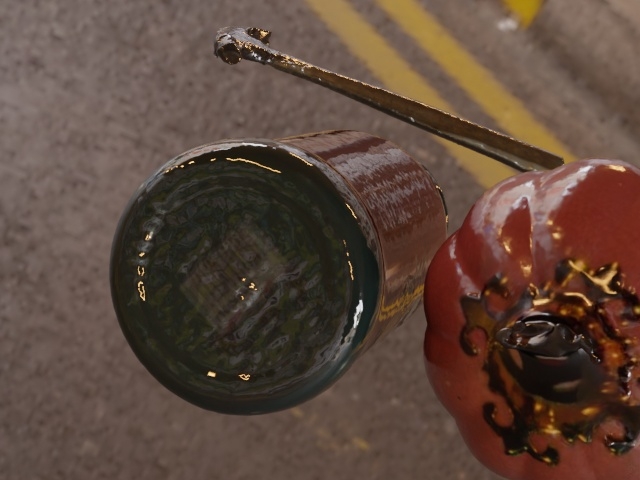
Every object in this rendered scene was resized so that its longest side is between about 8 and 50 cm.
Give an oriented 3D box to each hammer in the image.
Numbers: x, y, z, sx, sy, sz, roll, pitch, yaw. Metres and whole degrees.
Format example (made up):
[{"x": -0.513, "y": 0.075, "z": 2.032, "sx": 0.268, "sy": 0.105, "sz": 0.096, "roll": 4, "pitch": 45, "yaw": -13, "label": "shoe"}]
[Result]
[{"x": 0.056, "y": -0.104, "z": 1.353, "sx": 0.297, "sy": 0.027, "sz": 0.125, "roll": 20, "pitch": 15, "yaw": -5, "label": "hammer"}]

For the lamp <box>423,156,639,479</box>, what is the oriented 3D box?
[{"x": 0.134, "y": 0.050, "z": 0.868, "sx": 0.182, "sy": 0.182, "sz": 0.140, "roll": 36, "pitch": 27, "yaw": 12, "label": "lamp"}]

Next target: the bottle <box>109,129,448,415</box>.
[{"x": 0.000, "y": 0.000, "z": 1.025, "sx": 0.144, "sy": 0.144, "sz": 0.336, "roll": 33, "pitch": 15, "yaw": 9, "label": "bottle"}]
